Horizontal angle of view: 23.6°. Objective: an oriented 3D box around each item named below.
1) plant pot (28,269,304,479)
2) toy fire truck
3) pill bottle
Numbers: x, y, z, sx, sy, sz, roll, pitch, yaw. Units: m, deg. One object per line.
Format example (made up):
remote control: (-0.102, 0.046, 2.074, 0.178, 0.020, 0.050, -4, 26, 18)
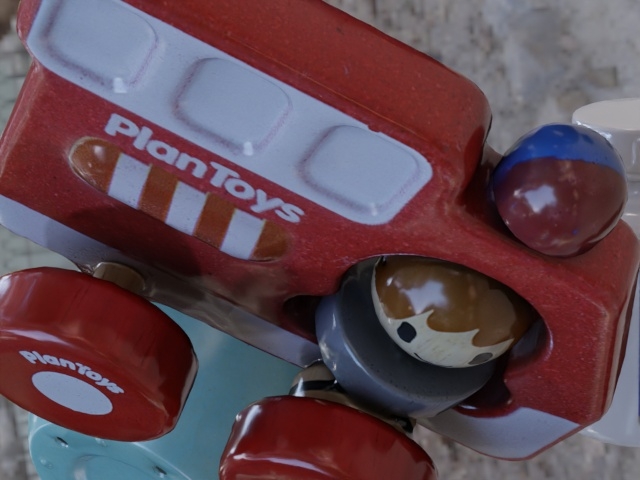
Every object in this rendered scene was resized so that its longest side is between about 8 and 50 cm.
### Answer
plant pot: (-0.078, 0.111, 1.146, 0.235, 0.293, 0.293, -57, -8, -34)
toy fire truck: (0.000, 0.000, 0.651, 0.254, 0.302, 0.169, -48, 18, 60)
pill bottle: (0.190, 0.016, 0.901, 0.112, 0.112, 0.187, -139, 44, -65)
